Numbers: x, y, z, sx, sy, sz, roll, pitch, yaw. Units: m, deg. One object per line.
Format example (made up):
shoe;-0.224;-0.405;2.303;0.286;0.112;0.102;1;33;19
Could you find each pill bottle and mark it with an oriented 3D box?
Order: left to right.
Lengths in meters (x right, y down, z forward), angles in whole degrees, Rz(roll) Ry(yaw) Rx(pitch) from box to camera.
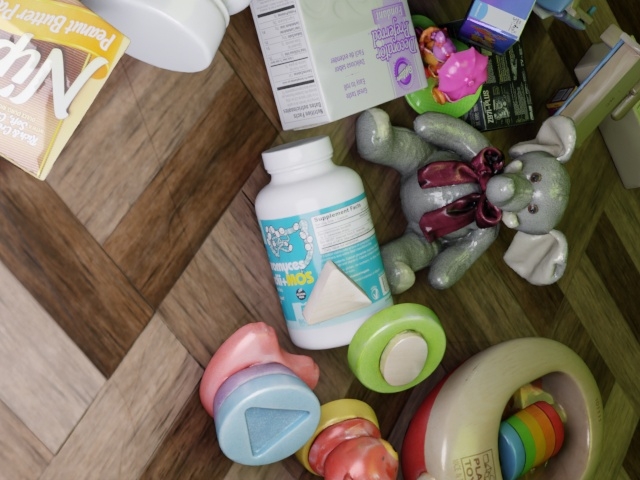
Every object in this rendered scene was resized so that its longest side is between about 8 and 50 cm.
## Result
pill bottle;-0.142;-0.396;1.531;0.204;0.204;0.361;35;70;-40
pill bottle;0.000;0.000;1.697;0.146;0.146;0.264;-24;102;-47

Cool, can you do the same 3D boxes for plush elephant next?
plush elephant;0.246;-0.065;1.896;0.330;0.255;0.271;0;85;-48

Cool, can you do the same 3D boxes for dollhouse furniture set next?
dollhouse furniture set;0.396;-0.331;2.213;0.303;0.198;0.286;46;16;17

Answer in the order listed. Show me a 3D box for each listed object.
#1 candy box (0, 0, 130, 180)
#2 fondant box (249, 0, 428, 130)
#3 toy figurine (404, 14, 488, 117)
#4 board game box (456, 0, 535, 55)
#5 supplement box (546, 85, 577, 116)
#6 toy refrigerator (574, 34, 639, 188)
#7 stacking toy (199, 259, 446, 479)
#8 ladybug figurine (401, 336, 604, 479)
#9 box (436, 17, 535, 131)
candy box;-0.369;-0.219;1.315;0.316;0.087;0.183;36;83;-40
fondant box;0.012;-0.341;1.792;0.238;0.096;0.330;-25;105;-47
toy figurine;0.187;-0.266;1.904;0.130;0.159;0.173;-31;95;-7
board game box;0.307;-0.450;1.863;0.233;0.078;0.347;-56;169;-86
supplement box;0.443;-0.224;2.296;0.055;0.043;0.083;-52;123;-39
toy refrigerator;0.580;-0.238;2.413;0.102;0.094;0.269;-49;120;-39
stacking toy;0.029;0.198;1.607;0.309;0.130;0.279;30;108;-39
ladybug figurine;0.266;0.303;1.941;0.449;0.162;0.305;-10;93;-49
box;0.261;-0.265;2.072;0.147;0.078;0.180;-15;96;-48
